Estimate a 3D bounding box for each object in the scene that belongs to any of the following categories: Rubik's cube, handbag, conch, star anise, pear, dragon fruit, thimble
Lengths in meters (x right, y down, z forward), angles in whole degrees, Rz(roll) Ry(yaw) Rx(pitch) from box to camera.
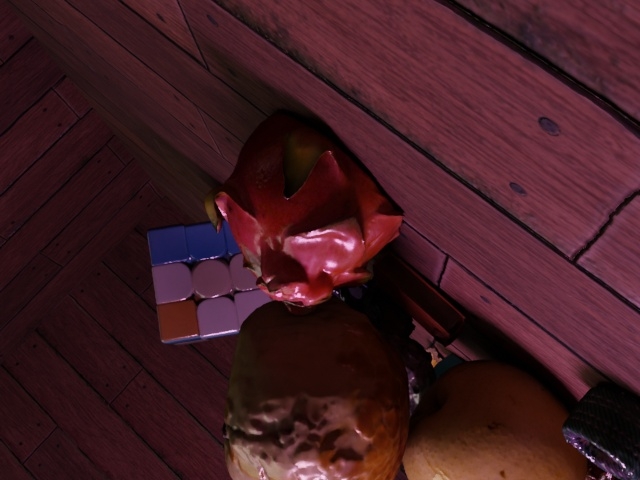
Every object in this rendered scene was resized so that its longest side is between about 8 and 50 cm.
[{"bbox_3d":[-0.325,0.129,2.072,0.346,0.344,0.347,117,143,-81],"label":"Rubik's cube"},{"bbox_3d":[0.181,0.111,1.232,0.190,0.063,0.127,42,170,17],"label":"handbag"},{"bbox_3d":[0.128,0.217,1.347,0.241,0.186,0.313,107,151,-78],"label":"conch"},{"bbox_3d":[0.524,0.486,1.271,0.158,0.144,0.140,42,178,-5],"label":"star anise"},{"bbox_3d":[0.301,0.366,1.175,0.309,0.309,0.309,41,170,9],"label":"pear"},{"bbox_3d":[-0.043,-0.027,1.045,0.305,0.226,0.305,40,172,7],"label":"dragon fruit"},{"bbox_3d":[0.410,0.270,0.931,0.118,0.090,0.135,40,170,13],"label":"thimble"}]

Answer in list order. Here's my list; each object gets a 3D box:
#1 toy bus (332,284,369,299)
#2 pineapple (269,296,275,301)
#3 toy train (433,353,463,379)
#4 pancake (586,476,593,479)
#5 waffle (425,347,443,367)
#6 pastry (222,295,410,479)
[{"bbox_3d":[0.018,0.119,1.582,0.292,0.126,0.133,32,180,-9],"label":"toy bus"},{"bbox_3d":[0.017,0.156,1.818,0.361,0.175,0.175,15,154,37],"label":"pineapple"},{"bbox_3d":[0.380,0.402,1.536,0.298,0.120,0.194,51,174,-33],"label":"toy train"},{"bbox_3d":[0.606,0.609,1.647,0.382,0.071,0.382,41,167,12],"label":"pancake"},{"bbox_3d":[0.315,0.324,1.671,0.125,0.032,0.191,41,171,18],"label":"waffle"},{"bbox_3d":[-0.002,0.283,1.140,0.312,0.389,0.388,5,170,-4],"label":"pastry"}]
